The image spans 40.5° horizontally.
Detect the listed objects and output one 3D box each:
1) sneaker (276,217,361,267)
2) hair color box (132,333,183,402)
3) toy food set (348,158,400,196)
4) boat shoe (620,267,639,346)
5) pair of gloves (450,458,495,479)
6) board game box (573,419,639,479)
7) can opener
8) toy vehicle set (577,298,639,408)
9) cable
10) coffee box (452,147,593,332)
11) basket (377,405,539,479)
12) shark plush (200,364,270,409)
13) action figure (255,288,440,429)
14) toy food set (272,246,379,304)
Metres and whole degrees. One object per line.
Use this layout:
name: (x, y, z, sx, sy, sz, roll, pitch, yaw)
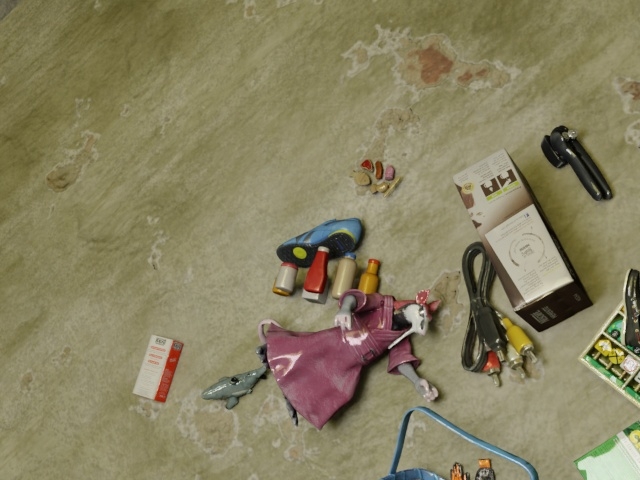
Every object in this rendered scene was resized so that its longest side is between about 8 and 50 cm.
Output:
sneaker: (0.000, 0.000, 1.892, 0.209, 0.069, 0.082, -17, 30, 32)
hair color box: (-0.372, 0.292, 1.987, 0.072, 0.043, 0.141, 10, 77, 32)
toy food set: (0.124, -0.140, 1.897, 0.078, 0.019, 0.122, -51, 48, 2)
boat shoe: (0.529, 0.113, 1.453, 0.042, 0.049, 0.133, 2, 92, 37)
pair of gloves: (0.278, 0.440, 1.588, 0.083, 0.010, 0.074, -14, 70, 23)
board game box: (0.547, 0.443, 1.429, 0.136, 0.030, 0.260, -38, 58, 14)
can opener: (0.502, -0.150, 1.677, 0.059, 0.073, 0.186, -19, 58, -23)
toy vehicle set: (0.590, 0.218, 1.454, 0.267, 0.035, 0.166, 40, 106, 30)
cable: (0.319, 0.145, 1.673, 0.139, 0.072, 0.287, -38, 43, 31)
coffee box: (0.373, 0.001, 1.613, 0.119, 0.168, 0.297, -29, 59, 16)
basket: (0.219, 0.461, 1.487, 0.254, 0.201, 0.289, 23, 100, 35)
shark plush: (-0.174, 0.310, 1.856, 0.161, 0.067, 0.073, -18, 63, 22)
action figure: (0.077, 0.210, 1.728, 0.370, 0.248, 0.276, -31, 15, 1)
toy food set: (0.003, 0.070, 1.826, 0.232, 0.111, 0.105, 6, 73, 29)
